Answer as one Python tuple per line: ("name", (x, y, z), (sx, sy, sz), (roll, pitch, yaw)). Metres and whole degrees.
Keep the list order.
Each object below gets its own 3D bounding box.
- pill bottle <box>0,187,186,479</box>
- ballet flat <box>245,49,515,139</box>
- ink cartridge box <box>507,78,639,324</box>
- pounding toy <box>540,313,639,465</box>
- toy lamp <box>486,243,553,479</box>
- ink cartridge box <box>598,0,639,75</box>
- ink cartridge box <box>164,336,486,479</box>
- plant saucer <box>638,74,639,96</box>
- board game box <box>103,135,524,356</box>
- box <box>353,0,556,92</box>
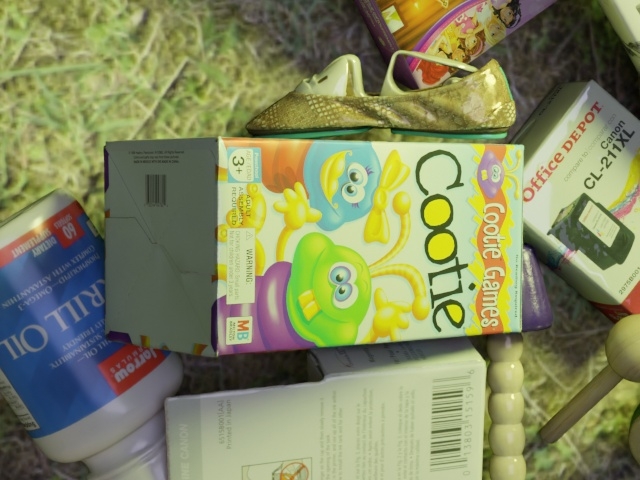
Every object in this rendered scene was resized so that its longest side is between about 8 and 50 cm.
("pill bottle", (-0.177, 0.083, 1.074), (0.124, 0.124, 0.221), (-35, 99, -9))
("ballet flat", (0.044, -0.110, 1.111), (0.206, 0.073, 0.067), (-1, 99, 8))
("ink cartridge box", (0.230, -0.027, 1.184), (0.175, 0.072, 0.127), (39, 85, -12))
("pounding toy", (0.321, 0.118, 1.182), (0.236, 0.183, 0.110), (19, 56, -5))
("toy lamp", (0.151, 0.140, 1.172), (0.080, 0.080, 0.275), (-4, 94, -12))
("ink cartridge box", (0.307, -0.181, 1.115), (0.158, 0.092, 0.218), (-31, 109, 10))
("ink cartridge box", (0.002, 0.215, 1.114), (0.238, 0.060, 0.275), (-4, 111, -11))
("plant saucer", (0.338, -0.136, 1.226), (0.168, 0.029, 0.168), (0, 92, -12))
("board game box", (0.000, 0.000, 1.047), (0.275, 0.144, 0.142), (-2, 93, -38))
("box", (0.141, -0.277, 1.128), (0.293, 0.057, 0.201), (-36, 121, -8))
